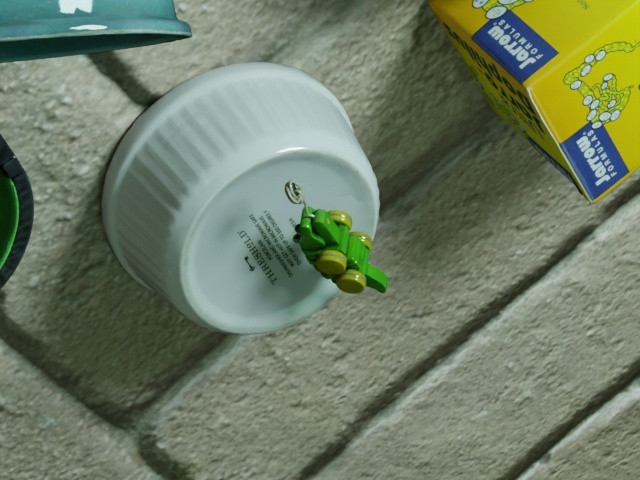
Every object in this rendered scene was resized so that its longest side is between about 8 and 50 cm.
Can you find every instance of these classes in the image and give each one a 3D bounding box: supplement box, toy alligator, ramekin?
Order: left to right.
[{"bbox_3d":[-0.065,-0.030,1.933,0.273,0.127,0.273,-17,129,-22],"label":"ramekin"},{"bbox_3d":[0.000,0.000,1.875,0.051,0.056,0.189,-12,143,30],"label":"toy alligator"},{"bbox_3d":[0.325,-0.247,1.971,0.356,0.194,0.195,-39,134,-2],"label":"supplement box"}]

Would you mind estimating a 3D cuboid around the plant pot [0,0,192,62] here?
[{"bbox_3d":[-0.276,-0.297,1.428,0.341,0.341,0.334,-7,95,-28],"label":"plant pot"}]

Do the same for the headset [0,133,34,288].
[{"bbox_3d":[-0.389,-0.038,1.683,0.243,0.185,0.394,-38,138,-3],"label":"headset"}]
